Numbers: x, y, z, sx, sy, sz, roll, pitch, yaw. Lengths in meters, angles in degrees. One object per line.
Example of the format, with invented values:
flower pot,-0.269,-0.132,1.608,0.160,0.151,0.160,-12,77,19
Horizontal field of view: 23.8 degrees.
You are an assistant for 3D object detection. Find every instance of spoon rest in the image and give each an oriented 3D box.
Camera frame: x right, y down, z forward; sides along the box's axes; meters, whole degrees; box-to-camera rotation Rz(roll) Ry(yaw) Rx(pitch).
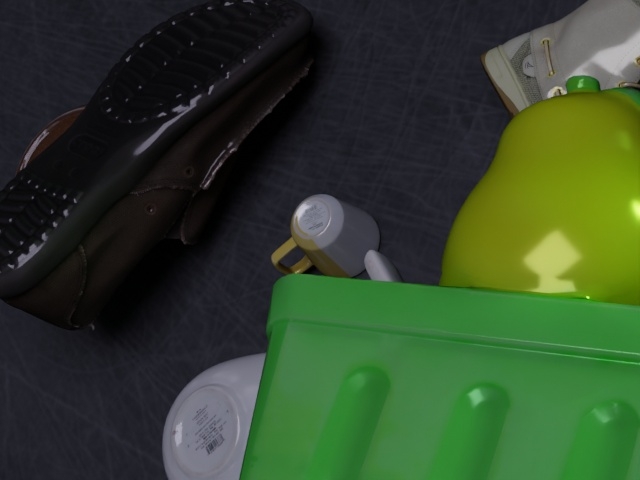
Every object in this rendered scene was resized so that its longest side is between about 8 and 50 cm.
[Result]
spoon rest,-0.022,0.120,1.192,0.276,0.084,0.137,-42,55,23

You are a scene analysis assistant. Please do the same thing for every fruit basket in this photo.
fruit basket,0.156,0.093,1.003,0.392,0.283,0.392,-13,40,11

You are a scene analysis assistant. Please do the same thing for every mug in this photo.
mug,0.004,-0.001,1.222,0.062,0.064,0.078,24,83,32

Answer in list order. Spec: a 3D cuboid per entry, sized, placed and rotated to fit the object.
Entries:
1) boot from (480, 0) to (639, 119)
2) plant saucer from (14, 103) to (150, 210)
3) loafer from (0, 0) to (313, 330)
boot,0.233,-0.105,1.137,0.165,0.077,0.213,-33,56,10
plant saucer,-0.219,-0.055,1.382,0.169,0.029,0.168,-10,67,24
loafer,-0.141,-0.068,1.297,0.366,0.130,0.134,-43,43,-12
